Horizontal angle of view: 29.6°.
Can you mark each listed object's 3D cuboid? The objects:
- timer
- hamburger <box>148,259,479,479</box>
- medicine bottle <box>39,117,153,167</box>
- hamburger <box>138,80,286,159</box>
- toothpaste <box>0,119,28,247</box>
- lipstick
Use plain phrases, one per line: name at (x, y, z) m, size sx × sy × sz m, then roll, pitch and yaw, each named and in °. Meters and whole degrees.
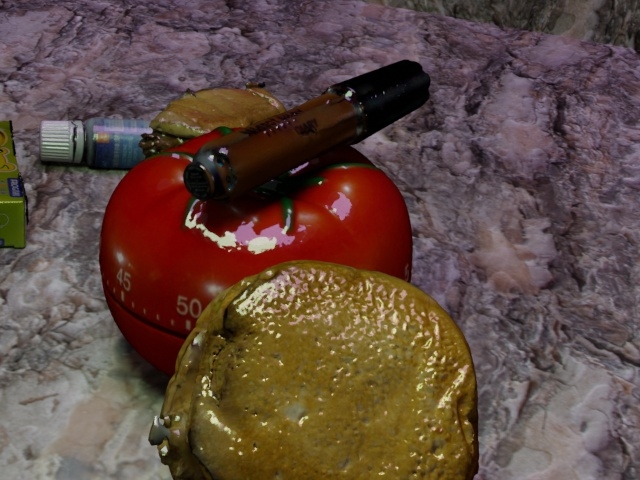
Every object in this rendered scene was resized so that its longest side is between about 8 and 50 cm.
timer at (-0.077, 0.026, 1.473) m, size 0.378 × 0.279 × 0.378 m, roll 5°, pitch 27°, yaw -3°
hamburger at (-0.004, 0.169, 1.203) m, size 0.314 × 0.289 × 0.170 m, roll 14°, pitch -18°, yaw -8°
medicine bottle at (-0.362, -0.162, 2.007) m, size 0.203 × 0.083 × 0.083 m, roll 2°, pitch 26°, yaw -12°
hamburger at (-0.164, -0.153, 1.966) m, size 0.282 × 0.155 × 0.245 m, roll 2°, pitch 29°, yaw -20°
toothpaste at (-0.508, -0.090, 1.823) m, size 0.110 × 0.077 × 0.327 m, roll -3°, pitch 27°, yaw -17°
lipstick at (-0.005, -0.131, 1.408) m, size 0.077 × 0.077 × 0.418 m, roll 23°, pitch 33°, yaw 29°
